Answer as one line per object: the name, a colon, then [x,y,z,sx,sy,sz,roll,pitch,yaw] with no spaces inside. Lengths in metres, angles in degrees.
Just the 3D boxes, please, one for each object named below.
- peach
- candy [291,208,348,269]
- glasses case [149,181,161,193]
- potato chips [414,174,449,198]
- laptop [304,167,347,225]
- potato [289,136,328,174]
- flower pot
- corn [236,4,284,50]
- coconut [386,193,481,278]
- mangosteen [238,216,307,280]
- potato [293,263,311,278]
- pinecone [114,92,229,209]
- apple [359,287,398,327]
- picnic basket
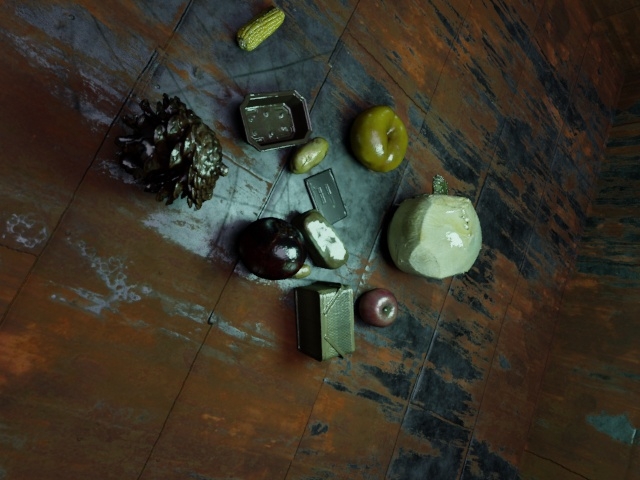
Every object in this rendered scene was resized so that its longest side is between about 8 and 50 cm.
peach: [0.225,-0.387,1.599,0.251,0.153,0.251,-7,103,-35]
candy: [0.000,0.000,1.480,0.102,0.104,0.234,-44,114,-26]
glasses case: [-0.453,-0.152,1.218,0.083,0.023,0.034,-6,76,-36]
potato chips: [0.500,-0.176,1.864,0.202,0.029,0.220,46,70,-27]
laptop: [0.025,-0.154,1.547,0.135,0.016,0.197,-29,107,-31]
potato: [-0.036,-0.292,1.450,0.170,0.107,0.080,-37,69,-28]
flower pot: [-0.157,-0.386,1.376,0.250,0.084,0.179,-19,101,-33]
corn: [-0.191,-0.685,1.354,0.203,0.072,0.072,-51,117,-24]
coconut: [0.456,-0.014,1.637,0.346,0.360,0.347,-2,94,-32]
mangosteen: [-0.159,0.034,1.329,0.216,0.216,0.216,-1,92,-34]
potato: [-0.071,0.108,1.474,0.083,0.040,0.051,-5,107,-33]
pinecone: [-0.391,-0.229,1.112,0.296,0.298,0.242,43,94,-9]
apple: [0.221,0.258,1.630,0.153,0.120,0.154,-2,94,-28]
picnic basket: [0.014,0.276,1.462,0.139,0.165,0.267,-6,95,-35]
